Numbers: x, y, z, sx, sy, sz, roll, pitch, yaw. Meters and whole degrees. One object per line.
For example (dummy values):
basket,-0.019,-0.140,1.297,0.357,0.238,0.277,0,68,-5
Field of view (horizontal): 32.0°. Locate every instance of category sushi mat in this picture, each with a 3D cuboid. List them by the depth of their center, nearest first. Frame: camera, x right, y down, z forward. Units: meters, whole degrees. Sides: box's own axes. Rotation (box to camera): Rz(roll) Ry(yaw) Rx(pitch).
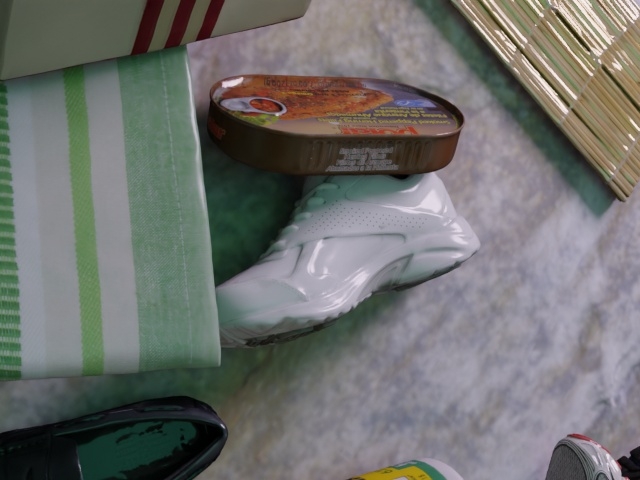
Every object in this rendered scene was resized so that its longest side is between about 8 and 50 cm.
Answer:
sushi mat,0.192,-0.195,0.935,0.316,0.019,0.151,47,68,-12

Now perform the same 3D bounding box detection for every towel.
towel,-0.228,-0.037,0.655,0.324,0.038,0.248,-2,76,-22

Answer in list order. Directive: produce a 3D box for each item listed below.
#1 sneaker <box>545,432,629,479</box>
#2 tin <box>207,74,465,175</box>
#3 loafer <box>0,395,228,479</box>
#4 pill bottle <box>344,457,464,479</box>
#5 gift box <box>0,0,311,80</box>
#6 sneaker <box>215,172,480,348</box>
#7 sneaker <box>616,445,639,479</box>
sneaker,0.172,0.254,0.829,0.092,0.088,0.225,19,75,-21
tin,0.012,-0.082,0.790,0.189,0.106,0.040,-2,116,-25
loafer,-0.163,0.147,0.689,0.223,0.078,0.076,-16,87,-26
pill bottle,0.001,0.223,0.736,0.208,0.117,0.118,-11,88,-26
gift box,-0.115,-0.253,0.614,0.276,0.258,0.255,-23,73,-32
sneaker,0.000,0.000,0.792,0.232,0.090,0.115,-21,86,-35
sneaker,0.306,0.198,0.906,0.221,0.083,0.087,-33,103,-23
